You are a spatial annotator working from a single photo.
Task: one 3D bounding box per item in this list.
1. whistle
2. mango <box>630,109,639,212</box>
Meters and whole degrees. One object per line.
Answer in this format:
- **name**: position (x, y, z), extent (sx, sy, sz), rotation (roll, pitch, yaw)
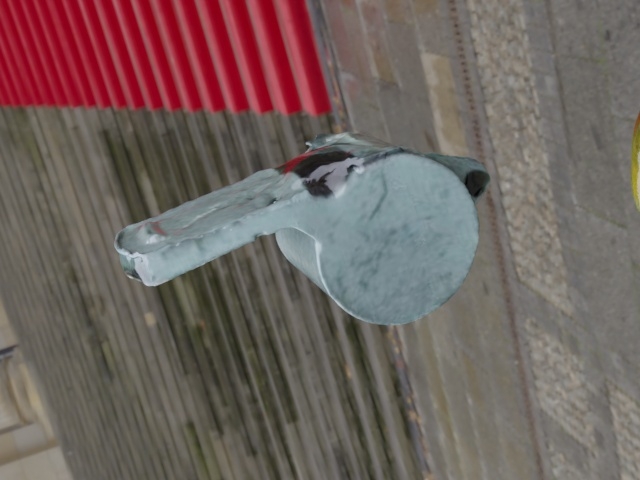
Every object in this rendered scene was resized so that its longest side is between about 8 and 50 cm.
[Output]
- **whistle**: position (-0.009, -0.029, 0.977), extent (0.168, 0.404, 0.188), rotation (-143, 62, -66)
- **mango**: position (0.500, -0.157, 1.253), extent (0.111, 0.133, 0.268), rotation (35, 117, 37)
